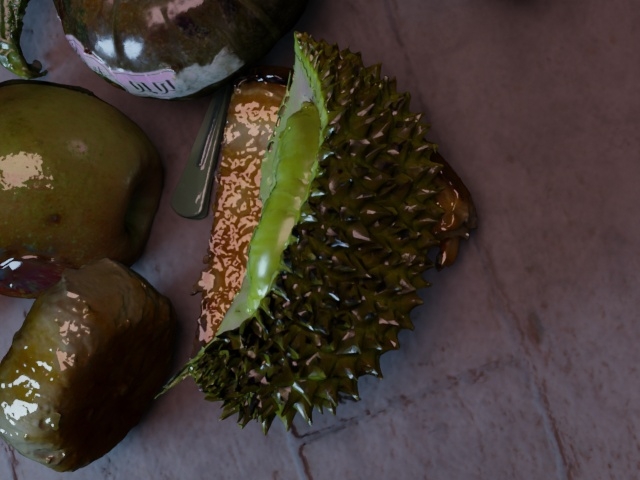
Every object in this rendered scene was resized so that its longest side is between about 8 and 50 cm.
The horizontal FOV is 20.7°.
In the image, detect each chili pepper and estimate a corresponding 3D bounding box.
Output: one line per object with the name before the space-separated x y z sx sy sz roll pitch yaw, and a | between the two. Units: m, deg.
chili pepper | -0.247 -0.335 1.721 0.076 0.085 0.359 23 89 28

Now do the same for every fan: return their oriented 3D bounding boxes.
fan | -0.103 -0.115 1.677 0.038 0.016 0.193 14 85 20

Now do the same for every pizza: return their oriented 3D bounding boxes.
pizza | 0.013 -0.008 1.596 0.251 0.074 0.288 10 85 18

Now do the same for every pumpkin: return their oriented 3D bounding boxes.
pumpkin | -0.131 -0.262 1.604 0.260 0.189 0.260 -8 63 16

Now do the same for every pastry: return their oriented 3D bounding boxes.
pastry | -0.210 0.114 1.582 0.093 0.182 0.192 32 91 24

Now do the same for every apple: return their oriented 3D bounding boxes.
apple | -0.258 -0.045 1.637 0.188 0.174 0.207 7 99 19

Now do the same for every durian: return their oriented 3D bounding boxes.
durian | 0.000 0.000 1.525 0.169 0.158 0.352 10 82 50
